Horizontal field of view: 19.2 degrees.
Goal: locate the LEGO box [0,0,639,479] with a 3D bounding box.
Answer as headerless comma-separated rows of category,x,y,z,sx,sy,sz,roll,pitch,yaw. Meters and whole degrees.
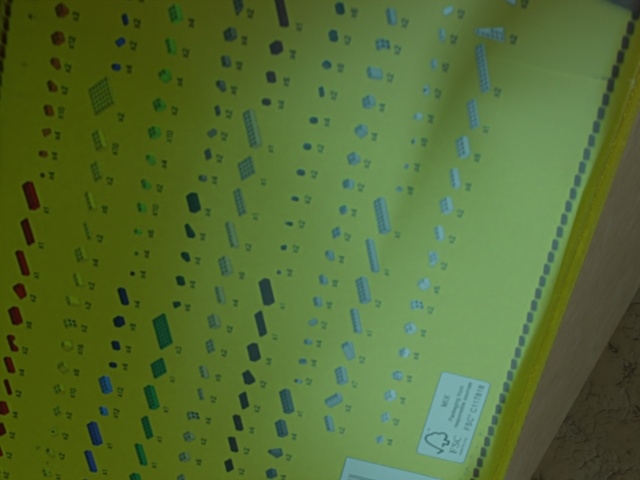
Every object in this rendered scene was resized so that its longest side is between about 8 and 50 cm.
LEGO box,-0.015,-0.034,0.771,0.372,0.193,0.500,-80,-176,-55
